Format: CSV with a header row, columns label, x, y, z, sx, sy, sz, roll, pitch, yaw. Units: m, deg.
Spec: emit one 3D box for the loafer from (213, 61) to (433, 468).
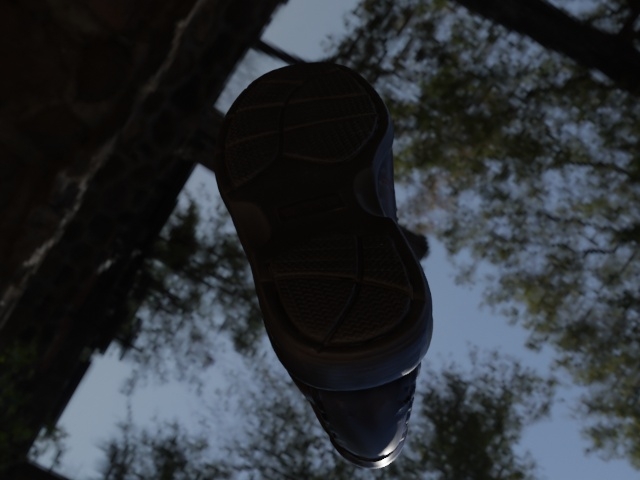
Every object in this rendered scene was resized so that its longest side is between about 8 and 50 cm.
label,x,y,z,sx,sy,sz,roll,pitch,yaw
loafer,0.000,0.000,0.630,0.302,0.109,0.095,-101,-178,-55
